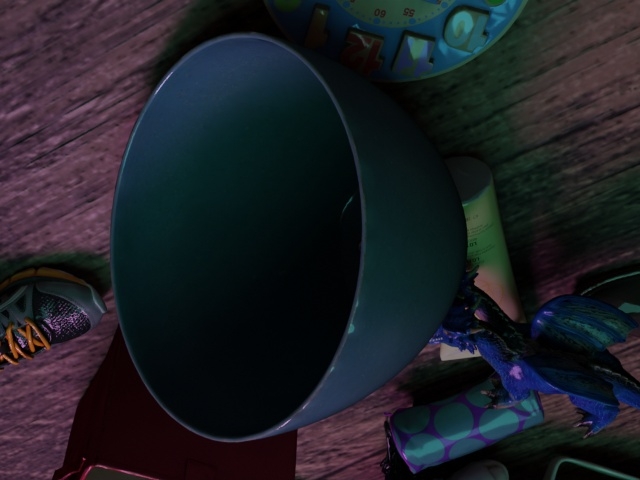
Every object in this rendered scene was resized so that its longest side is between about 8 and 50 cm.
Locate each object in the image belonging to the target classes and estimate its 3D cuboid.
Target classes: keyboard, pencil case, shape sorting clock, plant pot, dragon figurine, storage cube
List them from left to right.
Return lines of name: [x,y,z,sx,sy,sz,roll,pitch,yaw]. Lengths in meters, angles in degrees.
storage cube: [-0.142,0.210,1.073,0.215,0.193,0.183,19,129,-14]
plant pot: [0.000,0.000,0.858,0.195,0.290,0.290,3,140,-42]
shape sorting clock: [0.055,-0.203,0.801,0.206,0.040,0.206,0,132,0]
keyboard: [0.112,0.246,1.205,0.100,0.038,0.192,4,131,-2]
pencil case: [0.144,0.175,1.110,0.152,0.070,0.064,-24,159,8]
dragon figurine: [0.214,0.101,0.943,0.289,0.085,0.144,15,157,11]

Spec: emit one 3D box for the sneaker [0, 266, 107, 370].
sneaker: [-0.301,0.090,1.042,0.215,0.083,0.084,-15,128,12]

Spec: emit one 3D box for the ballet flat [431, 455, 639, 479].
ballet flat: [0.221,0.294,1.193,0.401,0.139,0.139,3,132,-8]

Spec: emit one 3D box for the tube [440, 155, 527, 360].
tube: [0.138,0.031,1.000,0.070,0.062,0.240,28,150,35]

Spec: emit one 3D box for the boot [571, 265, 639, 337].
boot: [0.337,0.081,1.006,0.219,0.106,0.082,-3,132,3]
